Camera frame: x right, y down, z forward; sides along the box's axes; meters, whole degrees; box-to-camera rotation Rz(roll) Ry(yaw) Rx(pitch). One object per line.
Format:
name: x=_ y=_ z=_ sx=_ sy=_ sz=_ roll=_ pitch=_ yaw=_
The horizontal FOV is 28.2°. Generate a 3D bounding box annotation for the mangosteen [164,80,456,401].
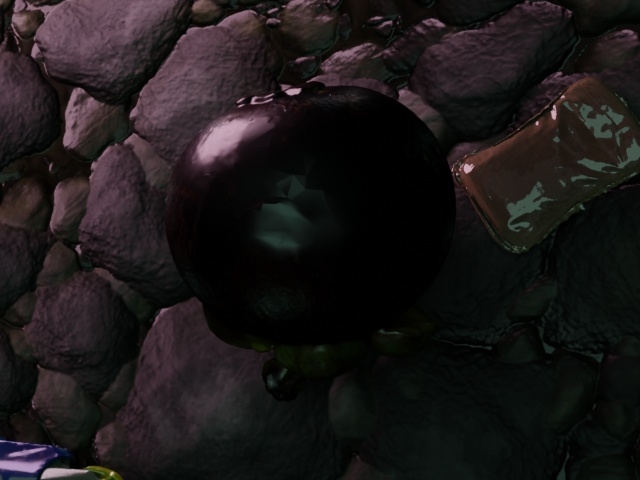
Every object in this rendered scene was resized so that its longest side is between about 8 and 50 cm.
mangosteen: x=-0.004 y=-0.013 z=1.348 sx=0.330 sy=0.330 sz=0.330 roll=-3 pitch=78 yaw=13

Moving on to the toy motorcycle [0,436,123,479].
toy motorcycle: x=-0.386 y=0.329 z=1.436 sx=0.326 sy=0.191 sz=0.200 roll=-36 pitch=68 yaw=-12

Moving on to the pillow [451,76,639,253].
pillow: x=0.265 y=-0.087 z=1.436 sx=0.211 sy=0.034 sz=0.135 roll=-33 pitch=69 yaw=3
